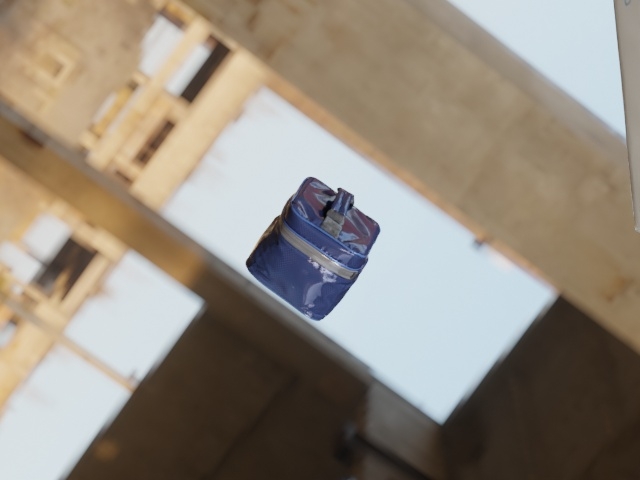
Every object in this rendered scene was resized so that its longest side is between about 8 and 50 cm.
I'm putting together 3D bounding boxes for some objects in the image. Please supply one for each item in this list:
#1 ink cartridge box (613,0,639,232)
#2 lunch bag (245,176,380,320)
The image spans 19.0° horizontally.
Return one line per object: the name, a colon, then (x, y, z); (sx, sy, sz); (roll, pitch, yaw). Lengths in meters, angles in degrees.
ink cartridge box: (0.234, -0.129, 0.813); (0.168, 0.232, 0.171); (11, -148, 37)
lunch bag: (0.000, 0.000, 1.261); (0.065, 0.067, 0.098); (-52, -176, 20)
